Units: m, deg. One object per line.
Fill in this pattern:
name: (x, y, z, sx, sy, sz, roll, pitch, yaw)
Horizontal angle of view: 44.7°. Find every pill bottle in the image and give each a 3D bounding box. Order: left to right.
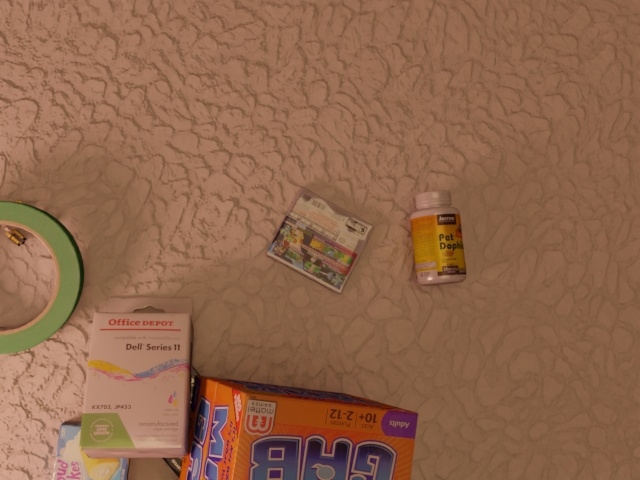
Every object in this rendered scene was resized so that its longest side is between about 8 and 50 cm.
pill bottle: (0.273, -0.005, 1.824, 0.117, 0.117, 0.215, -5, 84, -11)

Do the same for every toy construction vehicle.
toy construction vehicle: (-0.652, -0.038, 1.704, 0.098, 0.035, 0.086, 43, 78, -3)

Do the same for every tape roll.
tape roll: (-0.669, 0.076, 1.646, 0.321, 0.077, 0.321, 0, 91, -11)

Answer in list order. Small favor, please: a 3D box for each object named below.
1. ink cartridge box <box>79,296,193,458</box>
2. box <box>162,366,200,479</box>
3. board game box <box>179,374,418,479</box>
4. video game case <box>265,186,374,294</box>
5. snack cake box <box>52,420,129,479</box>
ink cartridge box: (-0.373, 0.264, 1.621, 0.207, 0.119, 0.353, 0, 65, -5)
box: (-0.306, 0.383, 1.708, 0.175, 0.051, 0.220, -40, 92, -13)
board game box: (-0.064, 0.479, 1.552, 0.356, 0.356, 0.356, 11, 81, -22)
video game case: (0.000, 0.000, 1.824, 0.201, 0.023, 0.183, 29, 79, -7)
snack cake box: (-0.486, 0.522, 1.641, 0.152, 0.089, 0.264, 7, 82, -10)
